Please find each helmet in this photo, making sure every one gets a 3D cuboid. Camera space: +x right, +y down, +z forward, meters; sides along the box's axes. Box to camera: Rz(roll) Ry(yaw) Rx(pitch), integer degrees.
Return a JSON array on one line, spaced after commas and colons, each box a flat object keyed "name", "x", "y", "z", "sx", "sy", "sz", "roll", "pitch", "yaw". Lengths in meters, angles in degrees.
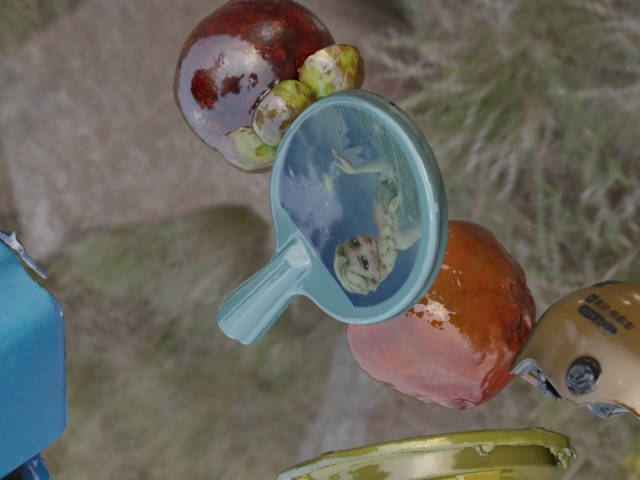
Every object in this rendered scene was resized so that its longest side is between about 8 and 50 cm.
[{"name": "helmet", "x": 0.286, "y": 0.109, "z": 1.612, "sx": 0.198, "sy": 0.130, "sz": 0.224, "roll": 23, "pitch": 180, "yaw": -39}]

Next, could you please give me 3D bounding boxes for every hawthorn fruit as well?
[{"name": "hawthorn fruit", "x": 0.158, "y": 0.097, "z": 1.964, "sx": 0.243, "sy": 0.207, "sz": 0.207, "roll": 37, "pitch": 155, "yaw": -14}]

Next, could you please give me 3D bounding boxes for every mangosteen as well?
[{"name": "mangosteen", "x": -0.046, "y": -0.126, "z": 1.568, "sx": 0.156, "sy": 0.146, "sz": 0.181, "roll": -57, "pitch": 40, "yaw": 34}]

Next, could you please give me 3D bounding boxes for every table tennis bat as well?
[{"name": "table tennis bat", "x": 0.000, "y": 0.000, "z": 1.199, "sx": 0.237, "sy": 0.038, "sz": 0.149, "roll": -43, "pitch": 70, "yaw": 44}]

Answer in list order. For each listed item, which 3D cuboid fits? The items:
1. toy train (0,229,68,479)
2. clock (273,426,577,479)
[{"name": "toy train", "x": -0.300, "y": 0.091, "z": 1.108, "sx": 0.300, "sy": 0.188, "sz": 0.265, "roll": 22, "pitch": 126, "yaw": 27}, {"name": "clock", "x": 0.081, "y": 0.192, "z": 1.411, "sx": 0.237, "sy": 0.237, "sz": 0.057, "roll": 140, "pitch": 125, "yaw": -63}]
